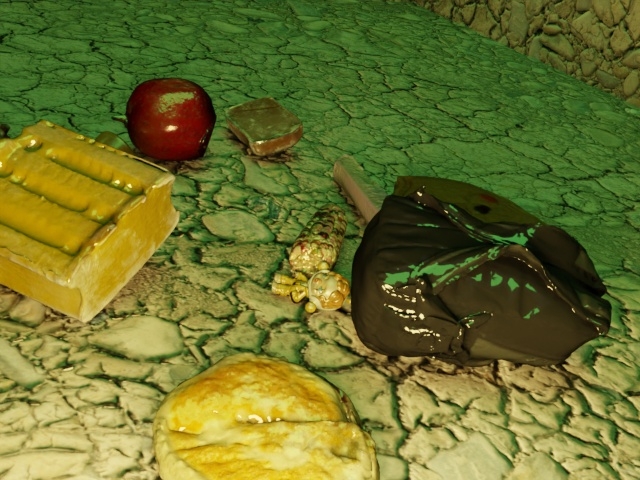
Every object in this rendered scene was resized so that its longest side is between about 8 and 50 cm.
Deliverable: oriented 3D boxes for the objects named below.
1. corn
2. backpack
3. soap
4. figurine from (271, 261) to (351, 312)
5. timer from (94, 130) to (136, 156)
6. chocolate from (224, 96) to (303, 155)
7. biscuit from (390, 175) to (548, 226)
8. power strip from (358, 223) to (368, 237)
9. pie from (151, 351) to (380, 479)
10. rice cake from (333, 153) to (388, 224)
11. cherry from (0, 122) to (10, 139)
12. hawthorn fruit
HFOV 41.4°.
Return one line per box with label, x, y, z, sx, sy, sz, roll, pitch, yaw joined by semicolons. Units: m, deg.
corn;0.000;0.000;1.711;0.092;0.092;0.280;13;23;5
backpack;0.281;0.076;1.491;0.445;0.255;0.363;12;34;-3
soap;-0.460;-0.048;1.483;0.334;0.156;0.293;20;49;20
figurine;-0.017;0.093;1.552;0.143;0.068;0.101;-12;52;1
timer;-0.476;-0.138;1.796;0.132;0.132;0.152;28;55;31
chocolate;-0.146;-0.282;2.196;0.156;0.080;0.254;-19;35;-19
biscuit;0.351;-0.042;1.912;0.455;0.078;0.349;32;27;34
power strip;0.133;-0.031;1.879;0.050;0.019;0.136;19;29;21
pie;-0.070;0.278;1.168;0.338;0.077;0.339;9;31;-5
rice cake;0.100;-0.104;1.923;0.064;0.070;0.399;-7;25;-13
cherry;-0.738;-0.168;1.674;0.192;0.175;0.249;20;29;38
hawthorn fruit;-0.367;-0.284;2.009;0.249;0.215;0.215;-7;31;-16
